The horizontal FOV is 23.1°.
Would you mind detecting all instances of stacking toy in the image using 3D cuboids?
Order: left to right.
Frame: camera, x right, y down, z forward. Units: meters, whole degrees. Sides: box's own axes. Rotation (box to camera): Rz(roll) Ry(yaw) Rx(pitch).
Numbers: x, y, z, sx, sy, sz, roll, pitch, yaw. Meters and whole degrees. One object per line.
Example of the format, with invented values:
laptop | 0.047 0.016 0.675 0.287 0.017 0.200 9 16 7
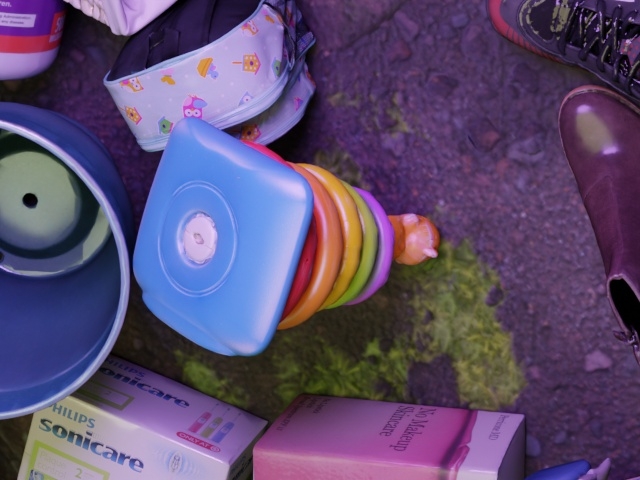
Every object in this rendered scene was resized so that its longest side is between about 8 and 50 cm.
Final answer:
stacking toy | 0.000 0.000 1.360 0.175 0.302 0.166 30 109 37

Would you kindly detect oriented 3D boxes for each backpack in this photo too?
backpack | -0.096 -0.146 1.391 0.166 0.188 0.144 -16 105 20

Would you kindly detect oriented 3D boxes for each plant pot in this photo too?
plant pot | -0.288 -0.008 1.444 0.271 0.255 0.272 1 106 3

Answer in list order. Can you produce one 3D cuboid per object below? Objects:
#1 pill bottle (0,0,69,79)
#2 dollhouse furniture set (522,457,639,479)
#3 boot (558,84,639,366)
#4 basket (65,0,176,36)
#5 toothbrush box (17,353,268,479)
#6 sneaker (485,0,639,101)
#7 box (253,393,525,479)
pill bottle | -0.296 -0.318 1.409 0.181 0.181 0.323 21 111 11
dollhouse furniture set | 0.308 0.310 1.306 0.198 0.303 0.286 -18 83 23
boot | 0.264 -0.006 1.307 0.090 0.207 0.248 -28 96 23
basket | -0.160 -0.277 1.369 0.103 0.167 0.113 27 146 27
toothbrush box | -0.200 0.283 1.592 0.206 0.122 0.283 22 110 10
sneaker | 0.264 -0.168 1.299 0.276 0.135 0.098 18 113 13
box | 0.068 0.234 1.474 0.232 0.148 0.127 3 106 16
